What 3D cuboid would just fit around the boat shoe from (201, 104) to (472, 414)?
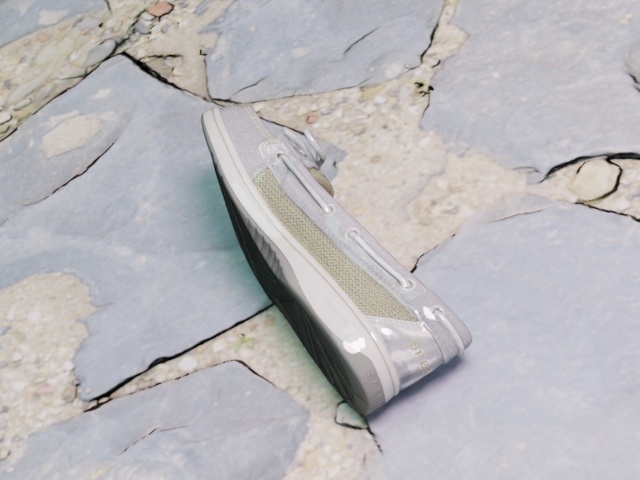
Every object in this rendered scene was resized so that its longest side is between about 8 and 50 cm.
[{"bbox_3d":[0.000,-0.001,1.529,0.103,0.118,0.320,-26,47,-11],"label":"boat shoe"}]
